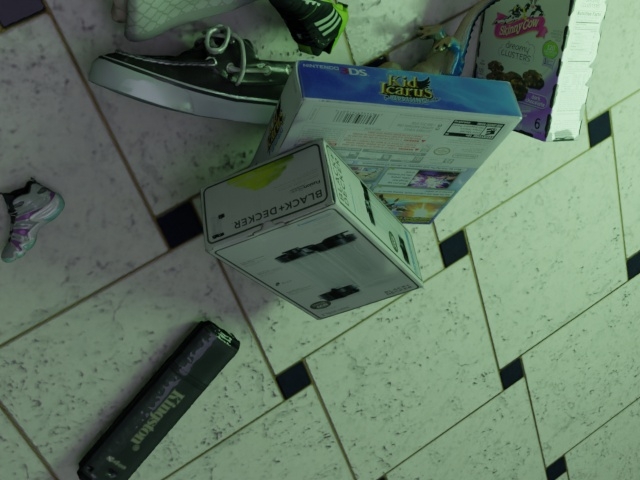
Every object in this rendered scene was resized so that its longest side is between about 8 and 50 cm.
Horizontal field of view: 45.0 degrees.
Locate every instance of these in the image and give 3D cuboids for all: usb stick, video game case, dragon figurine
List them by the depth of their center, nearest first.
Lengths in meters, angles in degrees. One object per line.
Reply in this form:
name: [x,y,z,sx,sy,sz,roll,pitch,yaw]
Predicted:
video game case: [0.063,-0.107,0.938,0.269,0.061,0.244,2,150,-21]
usb stick: [-0.221,0.228,1.062,0.278,0.045,0.077,-49,127,-2]
dragon figurine: [0.168,-0.213,1.065,0.289,0.085,0.144,-44,128,-1]

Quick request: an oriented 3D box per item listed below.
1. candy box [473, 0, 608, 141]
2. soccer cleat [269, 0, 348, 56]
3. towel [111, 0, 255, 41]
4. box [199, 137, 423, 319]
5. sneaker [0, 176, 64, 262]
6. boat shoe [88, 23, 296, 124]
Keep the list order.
candy box: [0.296,-0.253,1.074,0.070,0.165,0.196,-8,115,-29]
soccer cleat: [-0.013,-0.258,0.911,0.179,0.060,0.072,-15,125,-67]
towel: [-0.042,-0.326,0.762,0.331,0.317,0.053,-26,86,-22]
box: [0.000,0.000,0.962,0.169,0.087,0.290,-20,151,20]
sneaker: [-0.348,-0.028,0.879,0.069,0.038,0.098,43,77,-35]
boat shoe: [-0.113,-0.196,0.893,0.306,0.113,0.105,4,105,-35]
